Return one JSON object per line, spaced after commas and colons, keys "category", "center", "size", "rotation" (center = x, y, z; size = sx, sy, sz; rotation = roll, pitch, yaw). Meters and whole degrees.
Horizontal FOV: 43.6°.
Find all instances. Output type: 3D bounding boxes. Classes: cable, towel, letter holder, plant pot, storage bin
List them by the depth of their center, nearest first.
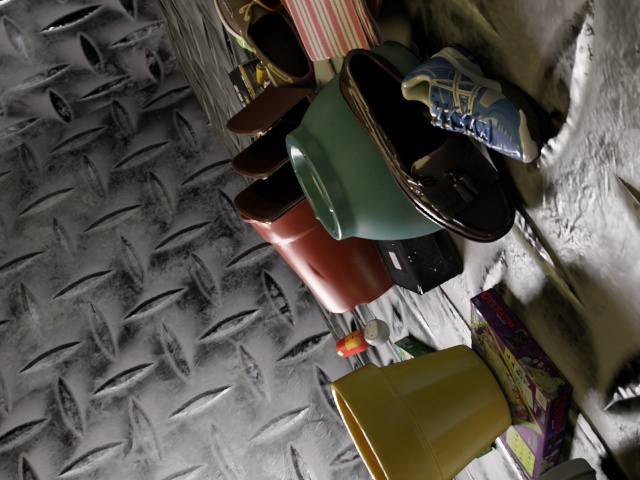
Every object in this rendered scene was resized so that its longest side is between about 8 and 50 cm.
{"category": "towel", "center": [0.010, -0.321, 1.092], "size": [0.197, 0.029, 0.144], "rotation": [15, 131, 62]}
{"category": "plant pot", "center": [0.070, -0.119, 1.183], "size": [0.293, 0.196, 0.293], "rotation": [61, 170, 17]}
{"category": "plant pot", "center": [0.178, 0.299, 1.353], "size": [0.254, 0.239, 0.254], "rotation": [60, 171, 16]}
{"category": "storage bin", "center": [0.163, 0.016, 1.406], "size": [0.122, 0.084, 0.180], "rotation": [65, 172, -9]}
{"category": "letter holder", "center": [-0.099, -0.163, 1.496], "size": [0.152, 0.214, 0.302], "rotation": [54, 172, -19]}
{"category": "plant pot", "center": [0.027, -0.019, 1.580], "size": [0.265, 0.272, 0.272], "rotation": [56, 174, -20]}
{"category": "cable", "center": [-0.122, -0.325, 1.942], "size": [0.139, 0.072, 0.287], "rotation": [44, 156, 6]}

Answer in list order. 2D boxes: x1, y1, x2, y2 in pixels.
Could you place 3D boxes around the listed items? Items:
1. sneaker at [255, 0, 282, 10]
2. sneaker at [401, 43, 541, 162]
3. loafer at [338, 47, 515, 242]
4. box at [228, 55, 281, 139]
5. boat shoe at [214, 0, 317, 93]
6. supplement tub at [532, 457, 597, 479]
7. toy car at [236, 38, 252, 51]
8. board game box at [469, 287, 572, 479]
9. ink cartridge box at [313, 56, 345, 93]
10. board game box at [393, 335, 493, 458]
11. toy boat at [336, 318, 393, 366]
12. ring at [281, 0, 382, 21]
{"category": "sneaker", "center": [-0.122, -0.531, 1.423], "size": [0.123, 0.106, 0.290], "rotation": [52, 177, 31]}
{"category": "sneaker", "center": [0.170, -0.144, 0.904], "size": [0.211, 0.081, 0.080], "rotation": [52, 164, 46]}
{"category": "loafer", "center": [0.126, -0.118, 0.997], "size": [0.302, 0.109, 0.095], "rotation": [50, -176, 9]}
{"category": "box", "center": [-0.134, -0.324, 2.139], "size": [0.322, 0.079, 0.257], "rotation": [65, 173, -12]}
{"category": "boat shoe", "center": [-0.110, -0.423, 1.592], "size": [0.324, 0.116, 0.097], "rotation": [57, 170, 10]}
{"category": "supplement tub", "center": [0.382, 0.463, 1.103], "size": [0.272, 0.191, 0.191], "rotation": [57, 169, 33]}
{"category": "toy car", "center": [-0.186, -0.528, 1.908], "size": [0.239, 0.053, 0.225], "rotation": [58, 170, 28]}
{"category": "board game box", "center": [0.320, 0.251, 1.318], "size": [0.208, 0.056, 0.347], "rotation": [52, 166, 35]}
{"category": "ink cartridge box", "center": [0.011, -0.329, 1.356], "size": [0.239, 0.060, 0.275], "rotation": [57, 169, 28]}
{"category": "board game box", "center": [0.278, 0.353, 1.853], "size": [0.214, 0.046, 0.317], "rotation": [65, 171, -10]}
{"category": "toy boat", "center": [0.174, 0.357, 2.033], "size": [0.318, 0.148, 0.267], "rotation": [59, -155, -4]}
{"category": "ring", "center": [-0.008, -0.426, 1.091], "size": [0.336, 0.032, 0.337], "rotation": [48, 153, 35]}
